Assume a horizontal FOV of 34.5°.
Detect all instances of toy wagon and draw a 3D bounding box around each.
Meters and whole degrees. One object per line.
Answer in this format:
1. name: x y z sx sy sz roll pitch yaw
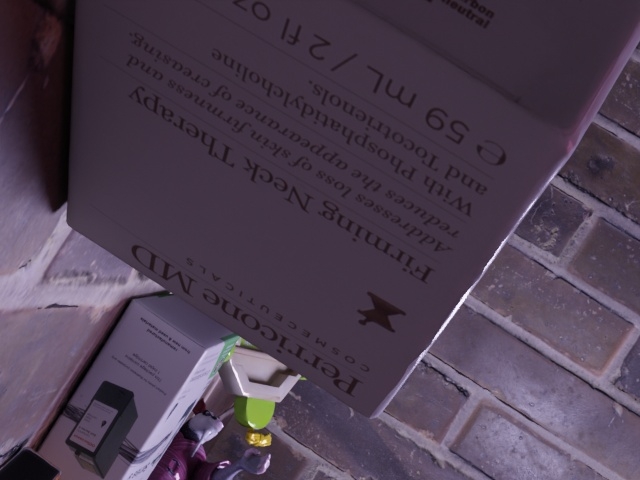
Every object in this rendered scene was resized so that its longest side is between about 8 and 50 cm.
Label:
1. toy wagon: -0.101 0.178 1.777 0.267 0.068 0.344 22 75 -54

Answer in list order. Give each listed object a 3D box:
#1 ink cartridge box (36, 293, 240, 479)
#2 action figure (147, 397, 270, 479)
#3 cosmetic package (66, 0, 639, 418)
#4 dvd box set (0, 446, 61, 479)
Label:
1. ink cartridge box: -0.251 0.223 1.392 0.289 0.121 0.211 -57 174 5
2. action figure: -0.259 0.396 1.644 0.370 0.248 0.275 -44 167 -54
3. cosmetic package: 0.034 -0.138 0.803 0.327 0.329 0.393 -54 173 -34
4. dvd box set: -0.471 0.475 1.221 0.420 0.062 0.307 -61 173 31
